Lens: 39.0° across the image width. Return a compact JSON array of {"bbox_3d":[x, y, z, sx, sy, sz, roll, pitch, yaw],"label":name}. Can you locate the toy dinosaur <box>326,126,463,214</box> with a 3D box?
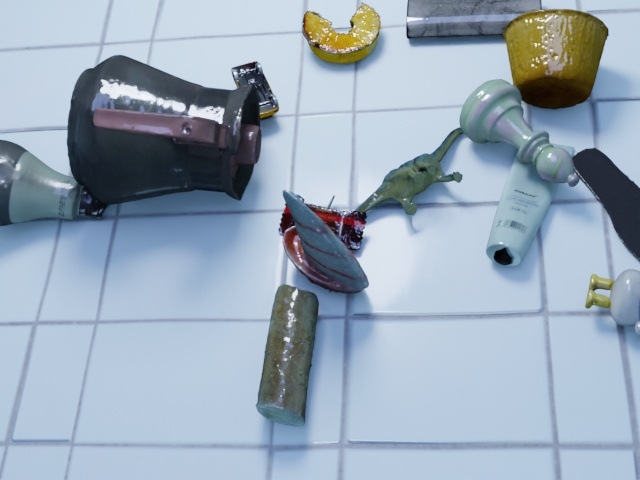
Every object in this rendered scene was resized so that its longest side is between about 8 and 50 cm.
[{"bbox_3d":[0.182,-0.121,1.819,0.363,0.076,0.147,-35,26,-9],"label":"toy dinosaur"}]

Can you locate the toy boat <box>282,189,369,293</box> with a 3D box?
[{"bbox_3d":[0.000,0.000,1.655,0.206,0.282,0.096,36,72,27],"label":"toy boat"}]

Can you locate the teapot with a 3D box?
[{"bbox_3d":[-0.306,-0.215,1.804,0.361,0.376,0.306,5,91,4],"label":"teapot"}]

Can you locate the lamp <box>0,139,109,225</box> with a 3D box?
[{"bbox_3d":[-0.617,-0.092,1.894,0.314,0.182,0.182,26,66,5],"label":"lamp"}]

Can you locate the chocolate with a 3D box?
[{"bbox_3d":[0.003,-0.033,1.814,0.182,0.028,0.086,10,88,23],"label":"chocolate"}]

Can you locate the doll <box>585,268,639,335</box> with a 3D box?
[{"bbox_3d":[0.620,0.114,1.589,0.293,0.119,0.138,8,55,20],"label":"doll"}]

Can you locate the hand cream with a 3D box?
[{"bbox_3d":[0.405,-0.085,1.777,0.109,0.067,0.321,16,58,19],"label":"hand cream"}]

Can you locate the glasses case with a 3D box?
[{"bbox_3d":[0.344,-0.505,2.034,0.299,0.060,0.114,1,57,10],"label":"glasses case"}]

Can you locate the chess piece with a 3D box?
[{"bbox_3d":[0.407,-0.193,1.783,0.139,0.139,0.272,-34,59,-12],"label":"chess piece"}]

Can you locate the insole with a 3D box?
[{"bbox_3d":[0.591,-0.066,1.755,0.110,0.012,0.309,-28,58,-7],"label":"insole"}]

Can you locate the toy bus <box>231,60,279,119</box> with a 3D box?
[{"bbox_3d":[-0.144,-0.321,1.996,0.069,0.074,0.162,-17,55,-10],"label":"toy bus"}]

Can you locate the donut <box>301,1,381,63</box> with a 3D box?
[{"bbox_3d":[0.050,-0.462,2.051,0.181,0.078,0.146,-8,59,-3],"label":"donut"}]

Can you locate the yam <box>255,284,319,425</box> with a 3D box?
[{"bbox_3d":[-0.057,0.205,1.654,0.093,0.093,0.259,2,59,10],"label":"yam"}]

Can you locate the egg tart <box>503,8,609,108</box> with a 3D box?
[{"bbox_3d":[0.478,-0.375,1.861,0.215,0.215,0.171,5,75,12],"label":"egg tart"}]
